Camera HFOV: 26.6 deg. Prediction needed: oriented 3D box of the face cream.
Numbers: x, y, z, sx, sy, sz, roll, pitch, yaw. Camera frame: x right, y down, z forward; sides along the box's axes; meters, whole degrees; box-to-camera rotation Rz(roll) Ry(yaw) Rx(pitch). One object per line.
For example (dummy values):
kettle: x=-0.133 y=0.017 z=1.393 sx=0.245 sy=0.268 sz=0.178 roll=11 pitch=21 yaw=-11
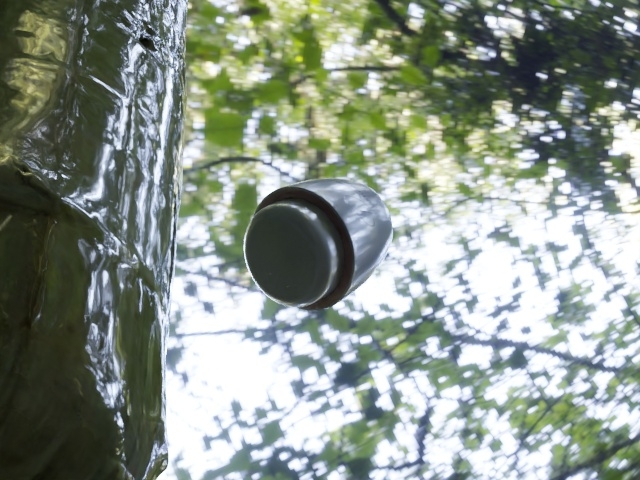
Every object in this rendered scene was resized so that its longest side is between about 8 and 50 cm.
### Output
face cream: x=0.000 y=0.000 z=0.962 sx=0.091 sy=0.095 sz=0.091 roll=13 pitch=-67 yaw=33

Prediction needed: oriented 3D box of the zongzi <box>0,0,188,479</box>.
zongzi: x=-0.207 y=0.060 z=0.607 sx=0.418 sy=0.181 sz=0.447 roll=-35 pitch=-140 yaw=32
